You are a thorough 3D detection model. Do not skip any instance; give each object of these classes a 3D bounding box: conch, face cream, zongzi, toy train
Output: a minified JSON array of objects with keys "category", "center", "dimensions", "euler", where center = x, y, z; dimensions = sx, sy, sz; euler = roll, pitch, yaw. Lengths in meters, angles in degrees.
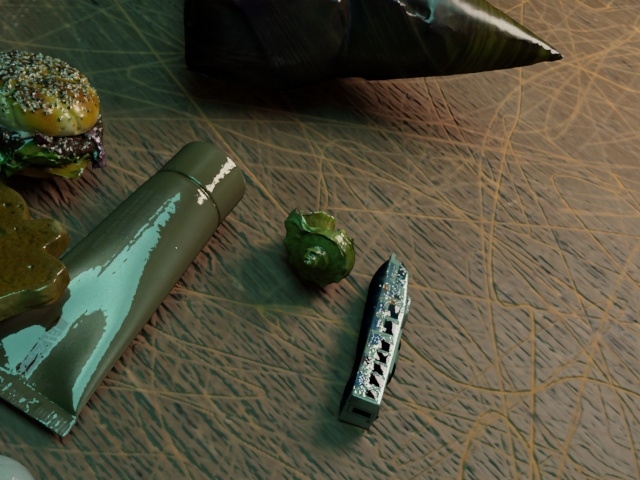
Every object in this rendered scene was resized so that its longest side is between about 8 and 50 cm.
[{"category":"conch","center":[0.000,0.000,1.381],"dimensions":[0.089,0.074,0.121],"euler":[58,25,-8]},{"category":"face cream","center":[-0.197,0.034,1.293],"dimensions":[0.137,0.084,0.341],"euler":[31,53,11]},{"category":"zongzi","center":[0.054,-0.342,1.620],"dimensions":[0.432,0.207,0.403],"euler":[2,45,-7]},{"category":"toy train","center":[0.059,0.094,1.333],"dimensions":[0.047,0.043,0.207],"euler":[20,45,-2]}]

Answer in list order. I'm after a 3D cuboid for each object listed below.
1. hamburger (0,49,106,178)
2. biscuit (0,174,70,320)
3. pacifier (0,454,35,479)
[{"category":"hamburger","center":[-0.299,-0.133,1.386],"dimensions":[0.164,0.093,0.189],"euler":[8,33,-18]},{"category":"biscuit","center":[-0.328,0.010,1.272],"dimensions":[0.166,0.036,0.225],"euler":[-23,42,-23]},{"category":"pacifier","center":[-0.245,0.248,0.969],"dimensions":[0.287,0.225,0.238],"euler":[8,27,-12]}]
